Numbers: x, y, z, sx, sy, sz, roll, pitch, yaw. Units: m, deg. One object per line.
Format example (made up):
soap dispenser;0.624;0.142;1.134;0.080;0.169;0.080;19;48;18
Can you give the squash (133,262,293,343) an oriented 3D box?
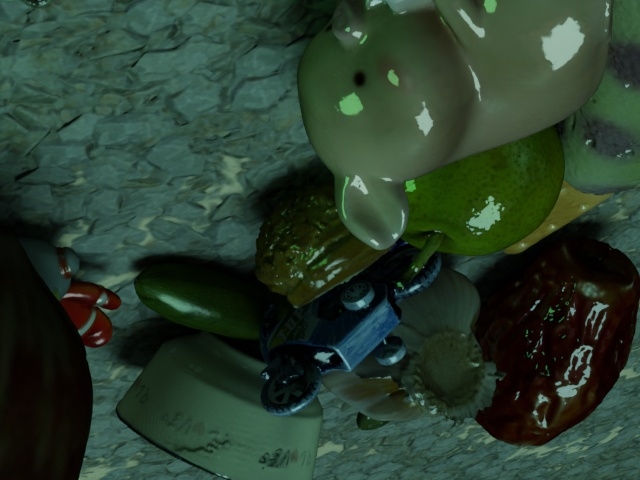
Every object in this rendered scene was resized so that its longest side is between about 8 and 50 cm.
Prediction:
squash;-0.096;0.072;1.444;0.069;0.069;0.258;-34;148;27

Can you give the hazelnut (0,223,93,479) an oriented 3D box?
hazelnut;-0.408;0.148;1.101;0.402;0.402;0.429;-33;138;24

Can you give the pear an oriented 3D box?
pear;0.122;-0.051;1.205;0.180;0.216;0.166;16;155;10

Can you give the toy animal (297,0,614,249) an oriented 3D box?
toy animal;0.100;-0.149;1.045;0.256;0.195;0.213;-18;138;4

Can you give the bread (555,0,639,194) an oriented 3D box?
bread;0.296;-0.178;1.143;0.187;0.155;0.338;-17;154;-9

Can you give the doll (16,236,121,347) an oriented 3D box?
doll;-0.276;0.055;1.301;0.142;0.076;0.245;-18;156;0

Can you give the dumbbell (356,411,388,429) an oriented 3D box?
dumbbell;0.050;0.175;1.659;0.046;0.118;0.052;-16;150;-13

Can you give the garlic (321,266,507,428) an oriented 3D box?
garlic;0.123;0.154;1.555;0.207;0.207;0.257;-25;134;12

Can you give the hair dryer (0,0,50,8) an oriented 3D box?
hair dryer;-0.262;-0.194;0.903;0.199;0.067;0.167;-21;148;-18

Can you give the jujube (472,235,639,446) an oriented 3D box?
jujube;0.276;0.124;1.639;0.197;0.197;0.290;-2;135;-29

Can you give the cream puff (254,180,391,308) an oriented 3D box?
cream puff;-0.002;-0.003;1.323;0.144;0.103;0.126;-35;175;2

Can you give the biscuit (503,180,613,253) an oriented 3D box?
biscuit;0.200;-0.050;1.444;0.160;0.030;0.249;-34;148;27

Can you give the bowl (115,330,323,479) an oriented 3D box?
bowl;-0.094;0.175;1.500;0.238;0.238;0.126;18;98;-48

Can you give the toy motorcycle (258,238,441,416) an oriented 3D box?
toy motorcycle;0.019;0.078;1.403;0.254;0.135;0.092;-43;124;-15
